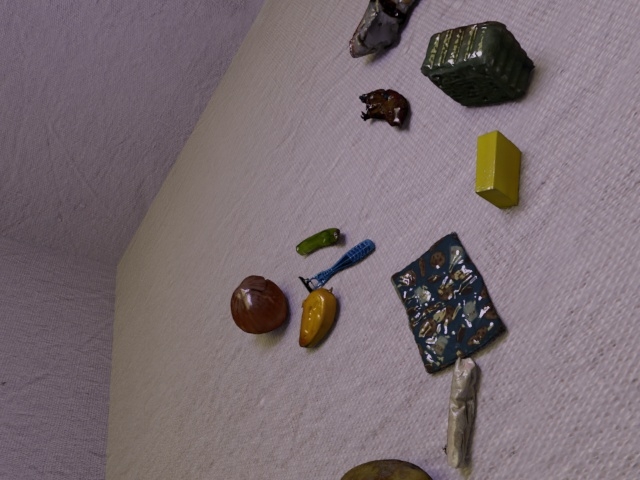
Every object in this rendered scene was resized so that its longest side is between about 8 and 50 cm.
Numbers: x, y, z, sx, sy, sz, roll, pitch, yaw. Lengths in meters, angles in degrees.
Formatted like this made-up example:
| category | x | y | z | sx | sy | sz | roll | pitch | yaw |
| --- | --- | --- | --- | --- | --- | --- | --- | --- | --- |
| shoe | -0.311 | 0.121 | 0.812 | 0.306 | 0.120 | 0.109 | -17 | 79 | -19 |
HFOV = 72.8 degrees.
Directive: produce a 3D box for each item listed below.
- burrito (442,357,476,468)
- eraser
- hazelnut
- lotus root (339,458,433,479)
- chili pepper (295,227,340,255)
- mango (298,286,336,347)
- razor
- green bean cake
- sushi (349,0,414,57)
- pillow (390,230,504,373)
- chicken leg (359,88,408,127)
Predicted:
| category | x | y | z | sx | sy | sz | roll | pitch | yaw |
| --- | --- | --- | --- | --- | --- | --- | --- | --- | --- |
| burrito | 0.250 | 0.301 | 0.770 | 0.041 | 0.045 | 0.185 | 106 | 174 | -76 |
| eraser | 0.344 | -0.134 | 0.840 | 0.045 | 0.097 | 0.122 | -10 | 64 | 48 |
| hazelnut | -0.194 | 0.200 | 1.308 | 0.182 | 0.182 | 0.182 | -29 | 50 | 42 |
| lotus root | 0.137 | 0.463 | 0.753 | 0.278 | 0.154 | 0.154 | -32 | 48 | 41 |
| chili pepper | 0.000 | 0.000 | 1.267 | 0.201 | 0.050 | 0.052 | -22 | 71 | 49 |
| mango | -0.009 | 0.205 | 1.155 | 0.101 | 0.066 | 0.187 | 29 | 101 | 47 |
| razor | 0.046 | 0.070 | 1.174 | 0.253 | 0.042 | 0.082 | -39 | 86 | 34 |
| green bean cake | 0.326 | -0.361 | 0.916 | 0.173 | 0.181 | 0.094 | 17 | 87 | 53 |
| sushi | 0.206 | -0.700 | 1.312 | 0.332 | 0.124 | 0.130 | -62 | 24 | 10 |
| pillow | 0.248 | 0.123 | 0.887 | 0.189 | 0.034 | 0.255 | -42 | 40 | 29 |
| chicken leg | 0.180 | -0.374 | 1.219 | 0.234 | 0.063 | 0.105 | 37 | 107 | 53 |
